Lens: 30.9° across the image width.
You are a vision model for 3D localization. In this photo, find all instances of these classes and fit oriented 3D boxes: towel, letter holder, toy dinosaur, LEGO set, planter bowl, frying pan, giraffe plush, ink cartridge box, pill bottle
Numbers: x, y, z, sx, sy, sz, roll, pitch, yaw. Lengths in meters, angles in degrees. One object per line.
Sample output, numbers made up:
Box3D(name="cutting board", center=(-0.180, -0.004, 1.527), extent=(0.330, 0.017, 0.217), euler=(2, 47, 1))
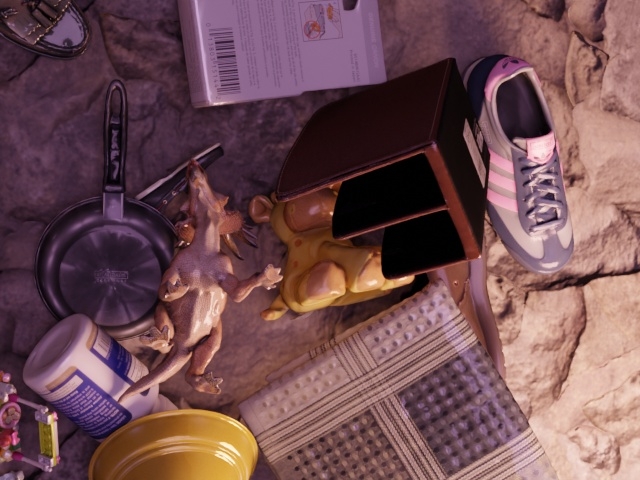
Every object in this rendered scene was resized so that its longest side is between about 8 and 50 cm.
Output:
Box3D(name="towel", center=(0.095, 0.258, 1.495), extent=(0.324, 0.056, 0.312), euler=(-31, 89, 7))
Box3D(name="letter holder", center=(0.081, -0.080, 1.432), extent=(0.215, 0.302, 0.152), euler=(-17, 112, 18))
Box3D(name="toy dinosaur", center=(-0.154, 0.067, 1.432), extent=(0.127, 0.200, 0.295), euler=(21, 102, -17))
Box3D(name="LEGO set", center=(-0.397, 0.207, 1.392), extent=(0.132, 0.107, 0.287), euler=(-46, 135, -37))
Box3D(name="planter bowl", center=(-0.179, 0.316, 1.454), extent=(0.217, 0.090, 0.217), euler=(-8, 132, -9))
Box3D(name="frying pan", center=(-0.239, -0.015, 1.468), extent=(0.197, 0.053, 0.326), euler=(24, 102, -13))
Box3D(name="giraffe plush", center=(0.000, 0.000, 1.503), extent=(0.181, 0.210, 0.170), euler=(-6, 78, -42))
Box3D(name="ink cartridge box", center=(-0.057, -0.333, 1.508), extent=(0.261, 0.066, 0.296), euler=(-10, 96, -25))
Box3D(name="pill bottle", center=(-0.271, 0.190, 1.462), extent=(0.112, 0.112, 0.186), euler=(-47, 116, -6))

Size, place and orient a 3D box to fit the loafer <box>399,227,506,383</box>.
Box3D(name="loafer", center=(0.161, 0.102, 1.566), extent=(0.130, 0.134, 0.365), euler=(-7, 85, -9))

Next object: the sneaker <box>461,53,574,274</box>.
Box3D(name="sneaker", center=(0.279, -0.097, 1.569), extent=(0.112, 0.131, 0.319), euler=(-24, 99, -12))

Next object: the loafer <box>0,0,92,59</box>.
Box3D(name="loafer", center=(-0.398, -0.317, 1.419), extent=(0.267, 0.084, 0.096), euler=(37, 85, -13))

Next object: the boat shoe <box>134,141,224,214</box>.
Box3D(name="boat shoe", center=(-0.177, -0.079, 1.505), extent=(0.133, 0.049, 0.042), euler=(-37, 97, -1))
